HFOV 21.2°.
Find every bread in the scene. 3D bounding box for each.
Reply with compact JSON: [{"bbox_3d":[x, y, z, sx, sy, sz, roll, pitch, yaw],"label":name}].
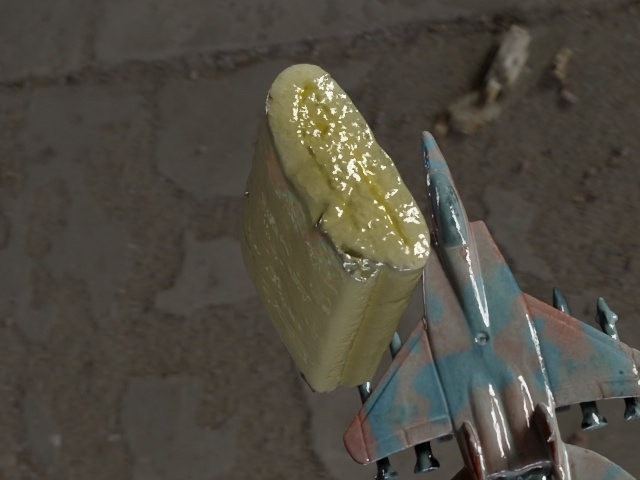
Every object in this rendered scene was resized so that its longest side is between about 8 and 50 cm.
[{"bbox_3d":[0.000,0.001,0.972,0.060,0.178,0.139,-24,68,-18],"label":"bread"}]

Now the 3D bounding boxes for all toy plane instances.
[{"bbox_3d":[0.112,0.059,1.228,0.223,0.104,0.326,-14,51,3],"label":"toy plane"}]
